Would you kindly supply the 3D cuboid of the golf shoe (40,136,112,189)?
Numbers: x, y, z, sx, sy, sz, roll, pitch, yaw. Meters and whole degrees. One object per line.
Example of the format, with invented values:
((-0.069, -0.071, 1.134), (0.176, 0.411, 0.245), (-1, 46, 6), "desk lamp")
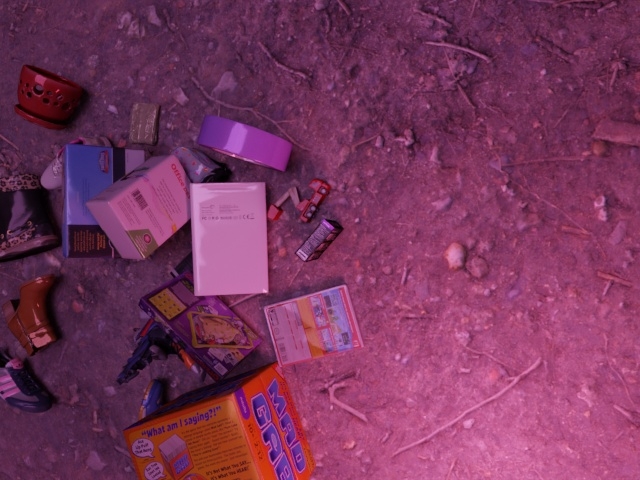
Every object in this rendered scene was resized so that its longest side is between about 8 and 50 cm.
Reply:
((-0.887, -0.279, 1.671), (0.306, 0.140, 0.115), (-31, 84, 13), "golf shoe")

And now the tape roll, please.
((-0.226, -0.289, 1.437), (0.275, 0.275, 0.090), (18, 94, 13), "tape roll")

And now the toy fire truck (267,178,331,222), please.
((-0.069, -0.126, 1.514), (0.135, 0.047, 0.192), (33, 98, 11), "toy fire truck")

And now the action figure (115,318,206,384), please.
((-0.479, 0.367, 1.528), (0.330, 0.341, 0.178), (15, 135, 21), "action figure")

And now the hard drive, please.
((-0.287, -0.006, 1.513), (0.233, 0.047, 0.352), (-2, 95, -8), "hard drive")

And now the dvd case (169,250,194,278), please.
((-0.382, 0.096, 1.605), (0.221, 0.018, 0.164), (-44, 81, 9), "dvd case")

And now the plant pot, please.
((-0.959, -0.495, 1.665), (0.191, 0.191, 0.174), (31, 102, 12), "plant pot")

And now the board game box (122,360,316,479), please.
((-0.275, 0.614, 1.402), (0.357, 0.356, 0.356), (-22, 85, 13), "board game box")

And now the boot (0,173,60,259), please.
((-1.155, -0.072, 1.734), (0.378, 0.138, 0.284), (-13, 88, 10), "boot")

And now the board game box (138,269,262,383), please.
((-0.372, 0.260, 1.494), (0.347, 0.208, 0.056), (42, 131, 9), "board game box")

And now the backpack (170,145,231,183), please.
((-0.408, -0.232, 1.563), (0.182, 0.115, 0.152), (43, 99, 10), "backpack")

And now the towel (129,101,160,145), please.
((-0.617, -0.408, 1.661), (0.110, 0.027, 0.148), (6, 91, 15), "towel")

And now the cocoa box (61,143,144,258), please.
((-0.703, -0.116, 1.533), (0.228, 0.231, 0.346), (0, 90, -31), "cocoa box")

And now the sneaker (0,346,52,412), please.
((-1.104, 0.507, 1.732), (0.319, 0.112, 0.131), (24, 98, 12), "sneaker")

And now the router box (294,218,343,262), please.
((0.000, 0.000, 1.430), (0.046, 0.179, 0.133), (42, 98, 8), "router box")

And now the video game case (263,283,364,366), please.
((-0.024, 0.272, 1.513), (0.285, 0.025, 0.204), (-17, 85, 13), "video game case")

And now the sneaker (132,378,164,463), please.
((-0.544, 0.618, 1.612), (0.131, 0.112, 0.296), (7, 93, -4), "sneaker")

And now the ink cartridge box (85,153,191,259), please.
((-0.519, -0.106, 1.437), (0.117, 0.278, 0.201), (1, 127, 33), "ink cartridge box")

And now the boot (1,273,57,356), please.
((-1.015, 0.268, 1.711), (0.283, 0.109, 0.220), (-36, 80, 13), "boot")
